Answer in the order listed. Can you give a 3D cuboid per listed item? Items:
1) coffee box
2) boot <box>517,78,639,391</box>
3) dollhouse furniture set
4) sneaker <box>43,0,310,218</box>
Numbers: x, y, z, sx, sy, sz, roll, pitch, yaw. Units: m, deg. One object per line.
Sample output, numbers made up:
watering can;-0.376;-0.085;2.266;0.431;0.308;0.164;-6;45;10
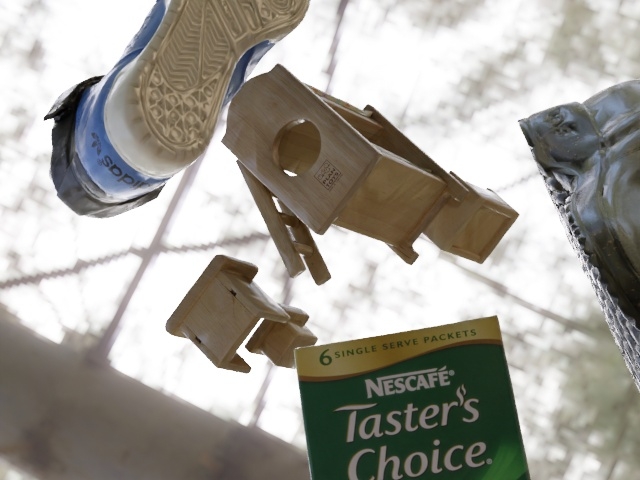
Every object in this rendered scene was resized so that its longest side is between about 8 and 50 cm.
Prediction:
coffee box;0.052;0.134;0.947;0.040;0.113;0.184;76;-173;-65
boot;0.174;-0.018;0.703;0.161;0.246;0.083;-24;-60;7
dollhouse furniture set;0.000;0.000;1.137;0.161;0.101;0.182;-53;-32;11
sneaker;-0.061;-0.069;0.764;0.058;0.084;0.152;40;-133;-18
